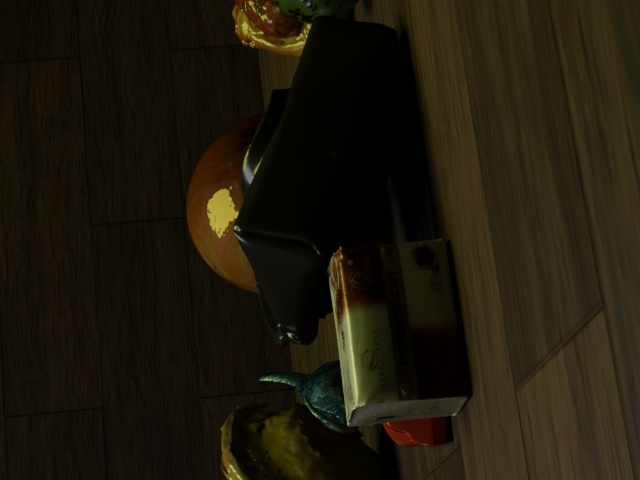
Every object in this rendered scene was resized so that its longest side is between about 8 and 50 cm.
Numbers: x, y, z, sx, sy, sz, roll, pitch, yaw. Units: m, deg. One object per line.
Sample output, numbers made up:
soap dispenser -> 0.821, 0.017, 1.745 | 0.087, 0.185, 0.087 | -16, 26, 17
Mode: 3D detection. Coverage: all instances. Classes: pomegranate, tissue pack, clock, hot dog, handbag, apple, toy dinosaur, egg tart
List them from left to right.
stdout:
apple -> -0.057, -0.056, 1.816 | 0.253, 0.254, 0.253 | 175, 90, -85
hot dog -> -0.048, -0.337, 1.802 | 0.256, 0.153, 0.150 | -104, 10, -58
egg tart -> 0.001, 0.300, 1.718 | 0.116, 0.295, 0.295 | -49, 18, 11
pomegranate -> 0.002, -0.319, 1.559 | 0.161, 0.122, 0.122 | -37, 55, 56
handbag -> 0.002, -0.054, 1.376 | 0.257, 0.114, 0.285 | 79, -153, -59
toy dinosaur -> 0.025, 0.187, 1.627 | 0.363, 0.147, 0.076 | -161, 63, -76
tissue pack -> 0.069, 0.083, 1.213 | 0.099, 0.106, 0.148 | 99, 164, -71
clock -> 0.086, 0.152, 1.351 | 0.155, 0.061, 0.113 | 104, 159, -80

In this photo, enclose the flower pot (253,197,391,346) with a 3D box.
flower pot -> 0.000, 0.000, 1.599 | 0.235, 0.148, 0.235 | 170, 90, -81
